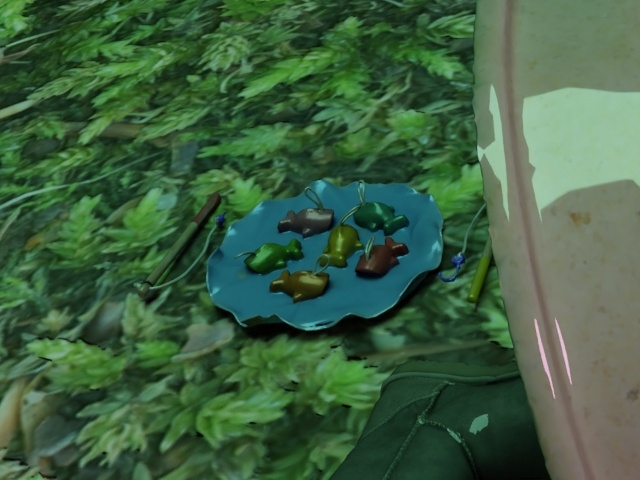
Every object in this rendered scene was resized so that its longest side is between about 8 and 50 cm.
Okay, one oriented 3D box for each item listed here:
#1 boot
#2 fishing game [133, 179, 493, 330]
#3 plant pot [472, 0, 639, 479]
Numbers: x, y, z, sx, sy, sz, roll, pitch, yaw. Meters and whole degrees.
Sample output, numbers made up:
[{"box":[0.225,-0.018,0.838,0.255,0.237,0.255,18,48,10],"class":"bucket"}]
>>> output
[{"box":[0.061,0.149,0.670,0.189,0.076,0.208,-7,26,38],"class":"boot"},{"box":[0.000,0.000,0.935,0.264,0.041,0.189,2,36,26],"class":"fishing game"},{"box":[0.263,-0.008,0.529,0.305,0.334,0.334,-15,33,23],"class":"plant pot"}]
